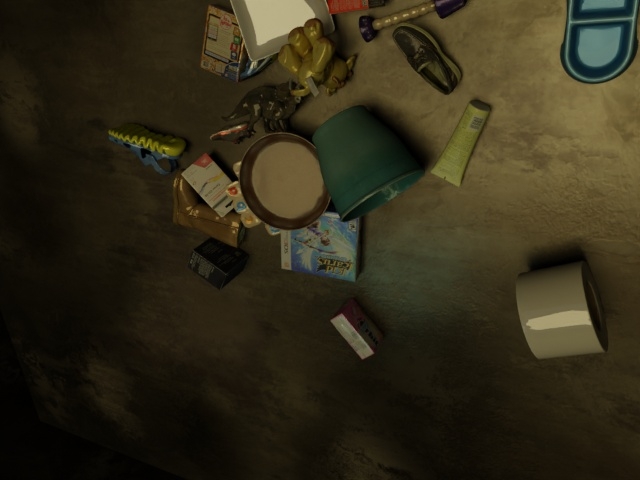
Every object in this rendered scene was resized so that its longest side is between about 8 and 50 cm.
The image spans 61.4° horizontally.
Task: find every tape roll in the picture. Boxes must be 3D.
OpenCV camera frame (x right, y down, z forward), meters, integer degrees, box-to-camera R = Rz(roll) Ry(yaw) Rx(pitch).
[{"bbox_3d":[0.650,0.189,1.452,0.169,0.246,0.246,-17,105,33],"label":"tape roll"}]

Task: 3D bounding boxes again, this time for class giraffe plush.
[{"bbox_3d":[0.010,-0.490,1.508,0.181,0.170,0.210,-17,85,41],"label":"giraffe plush"}]

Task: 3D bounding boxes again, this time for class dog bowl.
[{"bbox_3d":[0.635,-0.500,1.219,0.166,0.074,0.297,6,117,25],"label":"dog bowl"}]

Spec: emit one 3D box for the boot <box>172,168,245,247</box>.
[{"bbox_3d":[-0.397,-0.119,1.954,0.269,0.089,0.236,18,122,15],"label":"boot"}]

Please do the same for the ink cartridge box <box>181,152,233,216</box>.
[{"bbox_3d":[-0.371,-0.190,1.874,0.115,0.067,0.198,-43,91,-6],"label":"ink cartridge box"}]

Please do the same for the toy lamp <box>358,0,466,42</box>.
[{"bbox_3d":[0.234,-0.584,1.386,0.274,0.080,0.080,-9,110,30],"label":"toy lamp"}]

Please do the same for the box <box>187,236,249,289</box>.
[{"bbox_3d":[-0.377,0.075,1.989,0.158,0.156,0.093,34,126,9],"label":"box"}]

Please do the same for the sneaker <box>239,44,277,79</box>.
[{"bbox_3d":[-0.198,-0.546,1.650,0.144,0.053,0.059,-31,98,27],"label":"sneaker"}]

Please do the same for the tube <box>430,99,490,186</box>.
[{"bbox_3d":[0.387,-0.265,1.483,0.070,0.062,0.240,-116,33,-43],"label":"tube"}]

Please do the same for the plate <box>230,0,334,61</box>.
[{"bbox_3d":[-0.119,-0.684,1.525,0.277,0.045,0.278,-12,108,23],"label":"plate"}]

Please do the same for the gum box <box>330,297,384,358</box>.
[{"bbox_3d":[0.132,0.309,1.867,0.062,0.107,0.188,-37,94,36],"label":"gum box"}]

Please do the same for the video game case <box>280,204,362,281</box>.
[{"bbox_3d":[0.000,0.000,1.794,0.269,0.061,0.244,9,119,16],"label":"video game case"}]

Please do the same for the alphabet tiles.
[{"bbox_3d":[-0.172,-0.156,1.815,0.278,0.021,0.284,-20,111,20],"label":"alphabet tiles"}]

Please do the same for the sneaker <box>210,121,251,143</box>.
[{"bbox_3d":[-0.299,-0.345,1.800,0.158,0.061,0.065,-8,116,31],"label":"sneaker"}]

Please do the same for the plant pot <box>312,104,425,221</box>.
[{"bbox_3d":[0.114,-0.230,1.528,0.271,0.271,0.255,-35,81,36],"label":"plant pot"}]

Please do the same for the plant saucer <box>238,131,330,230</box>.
[{"bbox_3d":[-0.107,-0.185,1.690,0.310,0.050,0.311,6,110,16],"label":"plant saucer"}]

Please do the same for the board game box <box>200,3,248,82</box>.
[{"bbox_3d":[-0.291,-0.608,1.670,0.146,0.045,0.193,27,124,14],"label":"board game box"}]

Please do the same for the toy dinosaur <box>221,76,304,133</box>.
[{"bbox_3d":[-0.162,-0.415,1.677,0.313,0.121,0.160,6,105,30],"label":"toy dinosaur"}]

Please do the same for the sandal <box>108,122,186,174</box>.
[{"bbox_3d":[-0.633,-0.328,1.949,0.317,0.126,0.138,22,127,18],"label":"sandal"}]

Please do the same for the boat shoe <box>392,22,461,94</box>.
[{"bbox_3d":[0.272,-0.466,1.392,0.223,0.073,0.080,38,142,-16],"label":"boat shoe"}]

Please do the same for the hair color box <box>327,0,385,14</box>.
[{"bbox_3d":[0.093,-0.626,1.418,0.141,0.072,0.043,15,122,43],"label":"hair color box"}]
